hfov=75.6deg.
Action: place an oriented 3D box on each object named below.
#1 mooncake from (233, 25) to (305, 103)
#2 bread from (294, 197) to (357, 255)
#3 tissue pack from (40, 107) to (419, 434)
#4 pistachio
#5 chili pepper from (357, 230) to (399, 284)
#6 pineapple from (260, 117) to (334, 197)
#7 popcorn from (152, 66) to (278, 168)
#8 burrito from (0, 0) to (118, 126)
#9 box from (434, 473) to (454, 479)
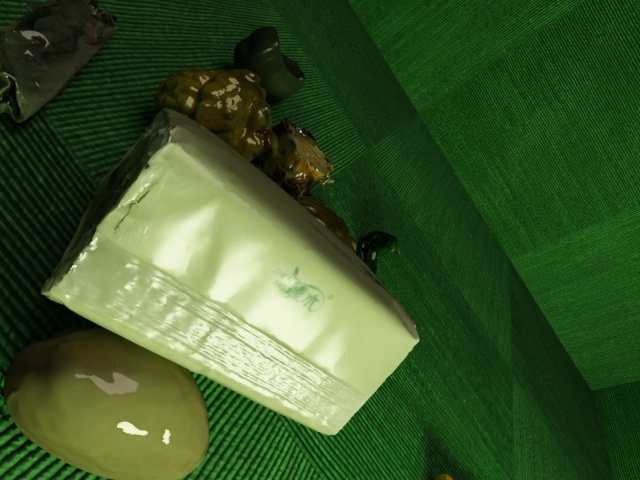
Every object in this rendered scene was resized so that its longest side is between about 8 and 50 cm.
[{"bbox_3d":[-0.118,-0.414,0.975,0.168,0.175,0.104,-5,66,-11],"label":"mooncake"},{"bbox_3d":[0.000,0.000,0.866,0.213,0.105,0.213,35,37,-32],"label":"bread"},{"bbox_3d":[-0.098,0.031,0.534,0.380,0.207,0.297,39,4,-31],"label":"tissue pack"},{"bbox_3d":[-0.205,0.171,0.431,0.226,0.136,0.135,50,32,-31],"label":"pistachio"},{"bbox_3d":[0.168,0.030,1.113,0.279,0.065,0.122,-40,107,-56],"label":"chili pepper"},{"bbox_3d":[-0.060,-0.188,0.949,0.186,0.114,0.236,59,22,-1],"label":"pineapple"},{"bbox_3d":[-0.179,-0.201,0.733,0.226,0.200,0.203,-115,-162,-78],"label":"popcorn"},{"bbox_3d":[-0.385,-0.274,0.584,0.096,0.066,0.309,39,40,-34],"label":"burrito"},{"bbox_3d":[0.318,0.627,0.854,0.269,0.043,0.152,48,33,-19],"label":"box"}]
